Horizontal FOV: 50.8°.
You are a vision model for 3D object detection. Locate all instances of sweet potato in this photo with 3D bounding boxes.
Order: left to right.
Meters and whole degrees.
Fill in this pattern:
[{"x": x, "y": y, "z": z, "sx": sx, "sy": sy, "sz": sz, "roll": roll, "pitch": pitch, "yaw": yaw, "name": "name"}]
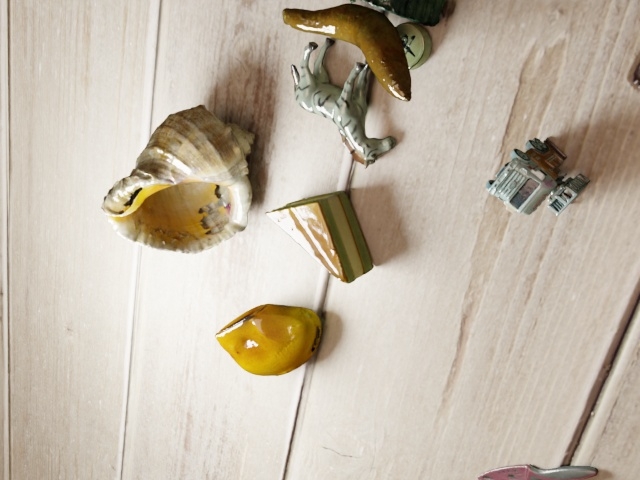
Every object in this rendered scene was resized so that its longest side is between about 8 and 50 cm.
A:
[{"x": 0.065, "y": -0.365, "z": 1.197, "sx": 0.346, "sy": 0.108, "sz": 0.079, "roll": 41, "pitch": 165, "yaw": 32, "name": "sweet potato"}]

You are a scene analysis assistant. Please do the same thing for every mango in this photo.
[{"x": -0.102, "y": 0.217, "z": 1.506, "sx": 0.236, "sy": 0.136, "sz": 0.166, "roll": -28, "pitch": 101, "yaw": 33, "name": "mango"}]

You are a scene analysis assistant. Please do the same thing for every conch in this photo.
[{"x": -0.292, "y": -0.130, "z": 1.483, "sx": 0.352, "sy": 0.210, "sz": 0.297, "roll": -22, "pitch": 113, "yaw": 7, "name": "conch"}]

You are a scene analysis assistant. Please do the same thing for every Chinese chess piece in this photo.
[{"x": 0.157, "y": -0.348, "z": 1.211, "sx": 0.084, "sy": 0.034, "sz": 0.084, "roll": 10, "pitch": 109, "yaw": 33, "name": "Chinese chess piece"}]

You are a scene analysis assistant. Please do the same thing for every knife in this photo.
[{"x": 0.406, "y": 0.445, "z": 1.288, "sx": 0.247, "sy": 0.018, "sz": 0.035, "roll": -19, "pitch": 95, "yaw": 38, "name": "knife"}]

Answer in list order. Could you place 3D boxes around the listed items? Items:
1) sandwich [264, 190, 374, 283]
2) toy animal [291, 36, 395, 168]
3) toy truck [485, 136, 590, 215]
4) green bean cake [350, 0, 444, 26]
[{"x": 0.000, "y": 0.000, "z": 1.377, "sx": 0.144, "sy": 0.117, "sz": 0.187, "roll": -16, "pitch": 96, "yaw": 40, "name": "sandwich"}, {"x": 0.047, "y": -0.274, "z": 1.281, "sx": 0.255, "sy": 0.089, "sz": 0.170, "roll": 49, "pitch": 129, "yaw": 16, "name": "toy animal"}, {"x": 0.345, "y": -0.092, "z": 1.069, "sx": 0.115, "sy": 0.177, "sz": 0.080, "roll": 44, "pitch": 125, "yaw": 14, "name": "toy truck"}, {"x": 0.098, "y": -0.437, "z": 1.120, "sx": 0.193, "sy": 0.208, "sz": 0.107, "roll": 30, "pitch": 116, "yaw": 22, "name": "green bean cake"}]
